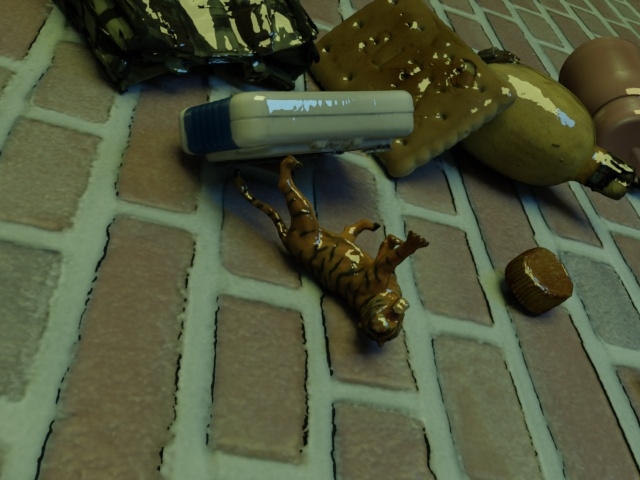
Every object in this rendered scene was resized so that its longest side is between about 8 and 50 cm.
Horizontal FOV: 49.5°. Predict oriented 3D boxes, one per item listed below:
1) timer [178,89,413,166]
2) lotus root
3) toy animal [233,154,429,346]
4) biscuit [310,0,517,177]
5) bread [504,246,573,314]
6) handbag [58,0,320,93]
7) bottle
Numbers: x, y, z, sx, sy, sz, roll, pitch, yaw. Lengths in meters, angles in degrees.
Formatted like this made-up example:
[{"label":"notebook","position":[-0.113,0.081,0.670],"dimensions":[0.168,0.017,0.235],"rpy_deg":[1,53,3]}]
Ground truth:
[{"label":"timer","position":[-0.027,-0.135,0.840],"dimensions":[0.253,0.078,0.178],"rpy_deg":[-9,8,-36]},{"label":"lotus root","position":[0.338,-0.165,1.074],"dimensions":[0.310,0.183,0.183],"rpy_deg":[33,38,8]},{"label":"toy animal","position":[0.003,0.003,0.763],"dimensions":[0.255,0.116,0.114],"rpy_deg":[34,-5,19]},{"label":"biscuit","position":[0.121,-0.253,1.052],"dimensions":[0.217,0.044,0.325],"rpy_deg":[-32,55,3]},{"label":"bread","position":[0.270,0.053,0.872],"dimensions":[0.085,0.053,0.085],"rpy_deg":[18,48,-21]},{"label":"handbag","position":[-0.207,-0.361,1.015],"dimensions":[0.325,0.162,0.327],"rpy_deg":[-12,59,-35]},{"label":"bottle","position":[0.559,-0.233,1.291],"dimensions":[0.206,0.173,0.297],"rpy_deg":[49,28,-26]}]
